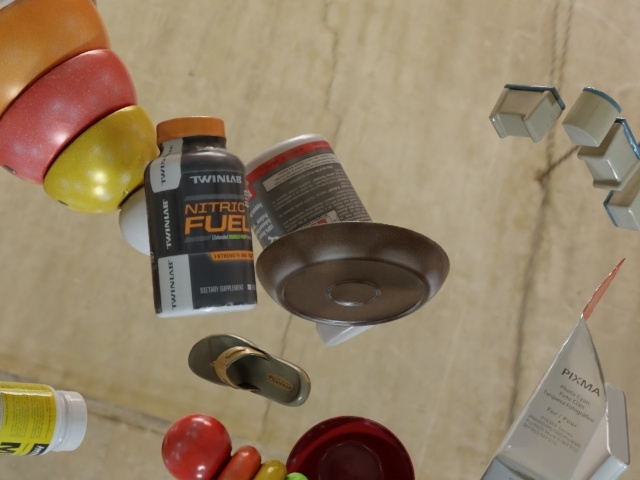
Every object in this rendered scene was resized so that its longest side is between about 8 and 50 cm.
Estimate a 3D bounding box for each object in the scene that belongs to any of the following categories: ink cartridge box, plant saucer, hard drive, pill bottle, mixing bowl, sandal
[{"bbox_3d":[0.295,0.244,1.320,0.385,0.091,0.308,-45,160,-38],"label":"ink cartridge box"},{"bbox_3d":[0.051,0.066,1.631,0.310,0.311,0.050,126,-32,-54],"label":"plant saucer"},{"bbox_3d":[0.410,0.434,1.783,0.353,0.047,0.233,-59,180,26],"label":"hard drive"},{"bbox_3d":[-0.154,-0.030,1.292,0.130,0.130,0.245,158,-73,-74],"label":"pill bottle"},{"bbox_3d":[-0.493,0.288,1.663,0.119,0.208,0.119,-15,-110,47],"label":"pill bottle"},{"bbox_3d":[0.042,0.336,1.457,0.098,0.181,0.181,62,46,-84],"label":"mixing bowl"},{"bbox_3d":[-0.098,0.170,1.339,0.049,0.180,0.072,-1,108,-64],"label":"sandal"},{"bbox_3d":[0.000,0.000,1.935,0.363,0.210,0.210,61,-28,11],"label":"pill bottle"}]

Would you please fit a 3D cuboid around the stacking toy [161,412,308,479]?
[{"bbox_3d":[-0.056,0.333,1.300,0.141,0.330,0.141,-52,178,-2],"label":"stacking toy"}]

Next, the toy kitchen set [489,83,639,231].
[{"bbox_3d":[0.354,-0.133,1.386,0.166,0.207,0.122,13,-120,47],"label":"toy kitchen set"}]

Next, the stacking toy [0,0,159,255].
[{"bbox_3d":[-0.383,-0.162,1.674,0.350,0.480,0.350,-41,172,-7],"label":"stacking toy"}]
